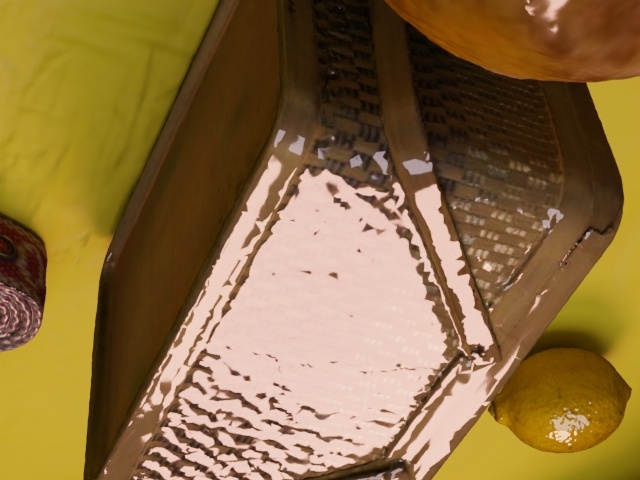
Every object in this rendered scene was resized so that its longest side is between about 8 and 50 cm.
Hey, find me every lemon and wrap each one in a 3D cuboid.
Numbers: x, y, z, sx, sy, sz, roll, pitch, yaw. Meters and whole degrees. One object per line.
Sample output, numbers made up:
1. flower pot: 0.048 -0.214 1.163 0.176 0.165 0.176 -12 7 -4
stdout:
1. lemon: 0.137 0.092 0.755 0.083 0.062 0.062 -10 134 1

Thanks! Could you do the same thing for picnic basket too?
1. picnic basket: 0.000 0.000 0.580 0.139 0.165 0.267 15 130 -18

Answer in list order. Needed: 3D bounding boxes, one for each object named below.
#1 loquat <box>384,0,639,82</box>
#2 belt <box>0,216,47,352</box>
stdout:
1. loquat: 0.090 -0.148 0.407 0.213 0.213 0.213 -3 134 -3
2. belt: -0.232 -0.013 0.622 0.232 0.053 0.071 33 124 -32
